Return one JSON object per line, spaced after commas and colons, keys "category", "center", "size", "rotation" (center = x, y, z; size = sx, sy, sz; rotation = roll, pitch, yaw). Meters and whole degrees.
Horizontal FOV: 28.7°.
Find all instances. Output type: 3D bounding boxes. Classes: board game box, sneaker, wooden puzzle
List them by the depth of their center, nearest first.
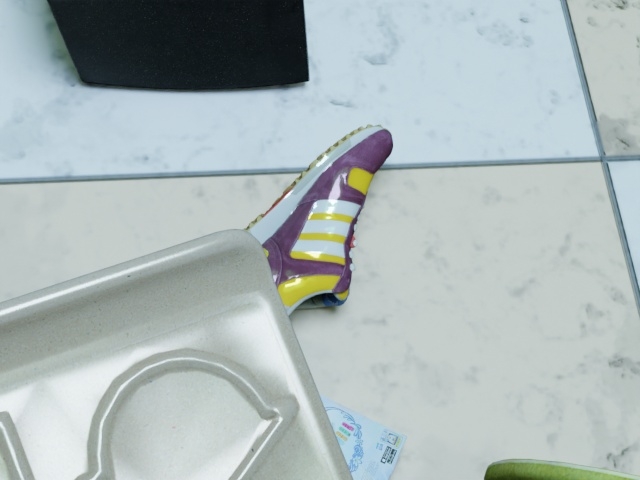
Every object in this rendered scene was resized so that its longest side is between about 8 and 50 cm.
{"category": "wooden puzzle", "center": [-0.127, 0.202, 0.718], "size": [0.322, 0.080, 0.347], "rotation": [-19, 86, -20]}
{"category": "board game box", "center": [-0.002, 0.149, 0.819], "size": [0.090, 0.020, 0.090], "rotation": [27, 64, 1]}
{"category": "sneaker", "center": [0.000, 0.000, 0.868], "size": [0.084, 0.069, 0.185], "rotation": [45, 71, 1]}

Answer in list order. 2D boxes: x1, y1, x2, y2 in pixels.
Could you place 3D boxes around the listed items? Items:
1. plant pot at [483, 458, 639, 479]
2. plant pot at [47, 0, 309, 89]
{"category": "plant pot", "center": [0.201, 0.339, 0.615], "size": [0.367, 0.366, 0.353], "rotation": [22, 75, -1]}
{"category": "plant pot", "center": [-0.114, -0.211, 0.881], "size": [0.167, 0.188, 0.187], "rotation": [-15, 69, -5]}
